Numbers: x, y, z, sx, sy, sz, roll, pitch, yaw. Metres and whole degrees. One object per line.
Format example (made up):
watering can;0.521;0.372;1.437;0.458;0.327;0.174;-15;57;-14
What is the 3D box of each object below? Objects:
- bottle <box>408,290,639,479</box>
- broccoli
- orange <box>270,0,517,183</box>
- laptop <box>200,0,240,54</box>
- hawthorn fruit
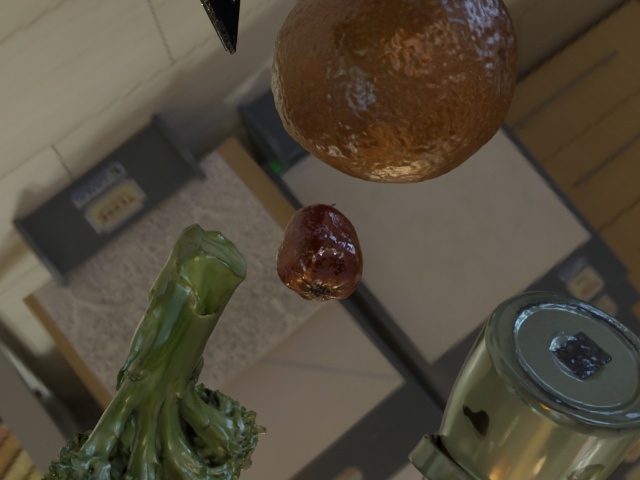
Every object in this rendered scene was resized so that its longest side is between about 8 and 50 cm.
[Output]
bottle;0.223;0.249;1.302;0.229;0.229;0.351;-17;144;-38
broccoli;-0.184;0.194;1.384;0.353;0.275;0.397;145;-37;-77
orange;0.094;-0.237;1.536;0.322;0.357;0.322;5;83;-48
laptop;-0.119;-0.325;1.299;0.016;0.180;0.129;-8;146;13
hawthorn fruit;0.000;0.000;1.907;0.163;0.203;0.162;-2;152;-1
